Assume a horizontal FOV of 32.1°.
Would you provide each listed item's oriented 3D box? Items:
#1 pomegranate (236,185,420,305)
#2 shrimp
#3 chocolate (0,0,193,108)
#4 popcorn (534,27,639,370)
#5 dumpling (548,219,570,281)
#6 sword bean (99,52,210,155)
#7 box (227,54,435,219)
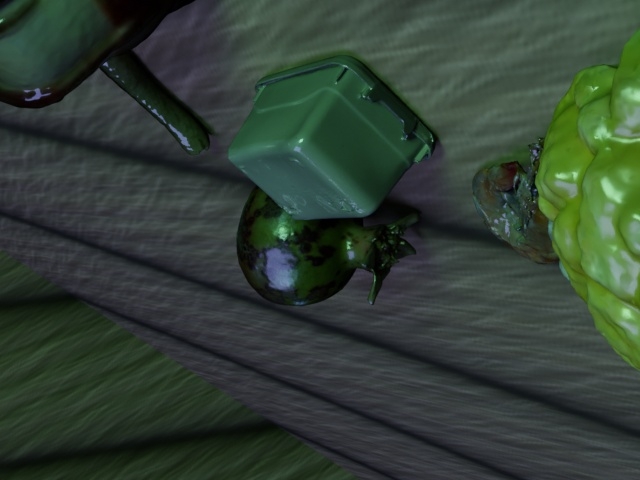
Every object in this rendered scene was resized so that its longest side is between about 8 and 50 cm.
[{"bbox_3d":[-0.002,0.005,1.111,0.169,0.148,0.148,29,162,18],"label":"pomegranate"},{"bbox_3d":[0.163,-0.032,0.891,0.101,0.042,0.190,36,164,15],"label":"shrimp"},{"bbox_3d":[-0.245,-0.219,0.868,0.283,0.186,0.283,29,161,11],"label":"chocolate"},{"bbox_3d":[0.239,-0.030,0.529,0.237,0.206,0.251,48,150,2],"label":"popcorn"},{"bbox_3d":[0.211,-0.013,0.713,0.188,0.127,0.108,36,-179,-22],"label":"dumpling"},{"bbox_3d":[-0.209,-0.181,1.146,0.269,0.038,0.043,45,-176,-31],"label":"sword bean"},{"bbox_3d":[0.000,-0.079,0.958,0.124,0.093,0.172,41,160,-22],"label":"box"}]
